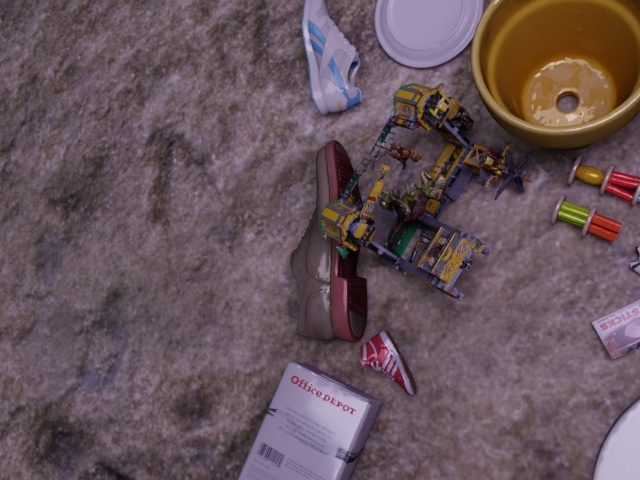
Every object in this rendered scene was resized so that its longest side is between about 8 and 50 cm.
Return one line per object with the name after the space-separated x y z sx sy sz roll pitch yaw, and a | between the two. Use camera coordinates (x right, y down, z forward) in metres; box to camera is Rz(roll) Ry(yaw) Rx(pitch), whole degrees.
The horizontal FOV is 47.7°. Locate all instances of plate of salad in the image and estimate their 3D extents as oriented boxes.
0.192 -0.403 1.280 0.199 0.048 0.200 -1 89 27 | plate of salad

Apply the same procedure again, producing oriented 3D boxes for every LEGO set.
0.180 -0.066 1.109 0.331 0.255 0.192 -52 40 -7 | LEGO set

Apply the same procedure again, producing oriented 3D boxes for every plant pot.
0.368 -0.244 1.081 0.254 0.239 0.254 -4 78 20 | plant pot

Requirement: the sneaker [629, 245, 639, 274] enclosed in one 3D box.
0.500 0.012 1.098 0.037 0.032 0.083 30 91 22 | sneaker

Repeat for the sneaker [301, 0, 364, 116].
0.022 -0.344 1.319 0.092 0.087 0.229 -11 84 11 | sneaker

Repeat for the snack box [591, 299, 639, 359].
0.504 0.112 1.083 0.178 0.022 0.064 -29 71 14 | snack box

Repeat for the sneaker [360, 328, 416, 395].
0.108 0.214 1.201 0.067 0.042 0.118 -31 64 9 | sneaker

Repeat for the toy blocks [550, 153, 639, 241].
0.449 -0.054 1.117 0.148 0.054 0.123 23 88 22 | toy blocks

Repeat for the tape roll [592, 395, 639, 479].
0.574 0.373 0.985 0.392 0.072 0.392 -4 78 20 | tape roll

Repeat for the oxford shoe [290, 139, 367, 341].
0.000 0.000 1.241 0.130 0.123 0.348 -6 77 25 | oxford shoe

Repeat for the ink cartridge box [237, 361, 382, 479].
-0.015 0.332 1.199 0.160 0.092 0.219 24 89 22 | ink cartridge box
